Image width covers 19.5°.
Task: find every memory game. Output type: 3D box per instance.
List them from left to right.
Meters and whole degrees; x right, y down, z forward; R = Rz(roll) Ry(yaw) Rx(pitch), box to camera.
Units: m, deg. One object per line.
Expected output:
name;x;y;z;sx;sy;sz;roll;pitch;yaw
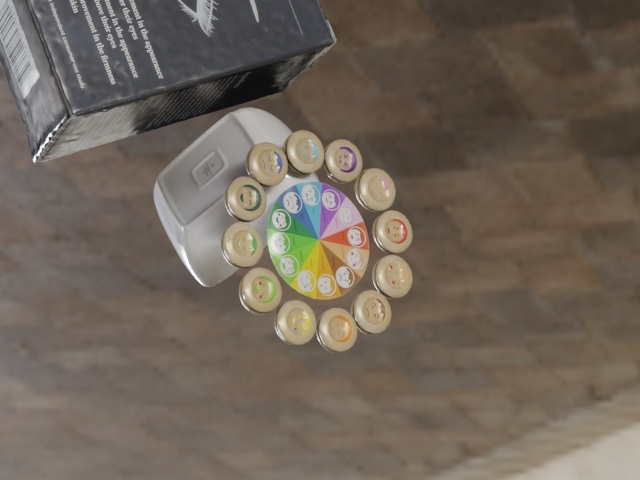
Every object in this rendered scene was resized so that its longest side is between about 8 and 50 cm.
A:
memory game;0.000;0.000;1.515;0.186;0.186;0.012;13;161;-30

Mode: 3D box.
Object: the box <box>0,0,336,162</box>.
box;-0.118;-0.162;1.289;0.207;0.153;0.108;-17;172;-25

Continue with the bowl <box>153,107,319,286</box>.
bowl;-0.081;-0.047;1.587;0.142;0.142;0.053;-40;127;7
